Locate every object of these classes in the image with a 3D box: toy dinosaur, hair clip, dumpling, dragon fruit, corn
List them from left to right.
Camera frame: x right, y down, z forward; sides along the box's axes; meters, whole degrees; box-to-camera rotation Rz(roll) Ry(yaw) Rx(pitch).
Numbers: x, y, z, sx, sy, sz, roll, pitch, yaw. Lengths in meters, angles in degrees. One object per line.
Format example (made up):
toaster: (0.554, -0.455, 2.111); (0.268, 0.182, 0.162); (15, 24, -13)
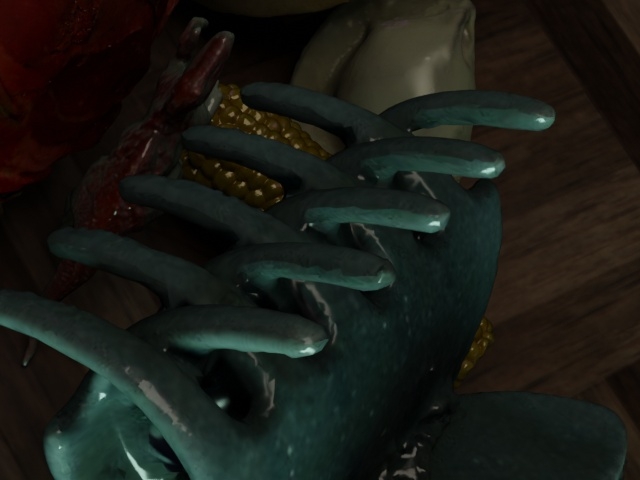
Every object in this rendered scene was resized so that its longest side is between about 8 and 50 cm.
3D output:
dragon fruit: (-0.221, -0.158, 1.020); (0.301, 0.295, 0.295); (-41, 80, 6)
toy dinosaur: (-0.120, -0.022, 1.047); (0.053, 0.167, 0.242); (35, 94, -7)
hair clip: (-0.008, 0.075, 0.947); (0.392, 0.238, 0.318); (13, 36, 30)
corn: (0.002, -0.002, 1.164); (0.260, 0.091, 0.091); (41, 65, -1)
dumpling: (0.037, -0.088, 1.223); (0.134, 0.100, 0.169); (5, 101, 13)

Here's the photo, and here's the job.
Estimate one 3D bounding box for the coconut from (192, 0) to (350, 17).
coconut: (-0.022, -0.293, 1.214); (0.328, 0.329, 0.329); (9, 60, -17)
